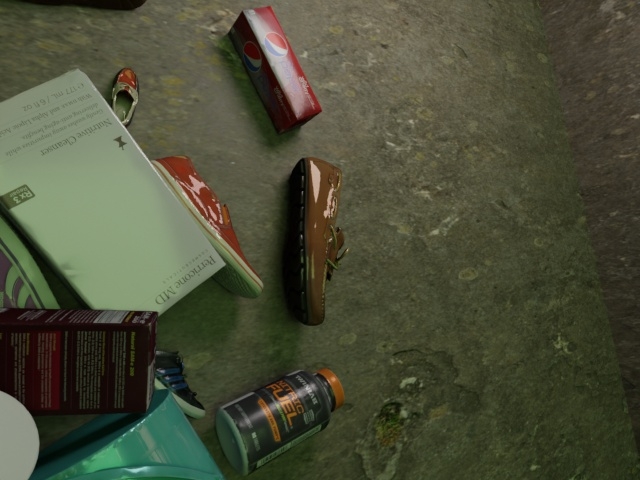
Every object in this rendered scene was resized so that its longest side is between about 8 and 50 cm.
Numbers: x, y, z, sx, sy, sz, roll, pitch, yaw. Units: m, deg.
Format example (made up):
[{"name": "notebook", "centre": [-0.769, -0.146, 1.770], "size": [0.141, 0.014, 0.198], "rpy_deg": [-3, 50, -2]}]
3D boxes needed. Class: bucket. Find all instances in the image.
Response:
[{"name": "bucket", "centre": [-0.294, 0.361, 0.621], "size": [0.281, 0.281, 0.183], "rpy_deg": [-27, 92, -34]}]

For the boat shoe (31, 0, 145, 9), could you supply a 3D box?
[{"name": "boat shoe", "centre": [-0.464, -0.493, 0.773], "size": [0.285, 0.105, 0.089], "rpy_deg": [-15, 85, -45]}]

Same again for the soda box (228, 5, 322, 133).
[{"name": "soda box", "centre": [-0.104, -0.390, 0.990], "size": [0.084, 0.092, 0.263], "rpy_deg": [-32, 99, -35]}]

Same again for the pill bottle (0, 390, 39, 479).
[{"name": "pill bottle", "centre": [-0.475, 0.296, 0.481], "size": [0.283, 0.161, 0.161], "rpy_deg": [-36, 107, 13]}]

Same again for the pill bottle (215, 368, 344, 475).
[{"name": "pill bottle", "centre": [-0.071, 0.341, 0.849], "size": [0.246, 0.131, 0.130], "rpy_deg": [-16, 90, -36]}]

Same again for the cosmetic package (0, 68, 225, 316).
[{"name": "cosmetic package", "centre": [-0.367, -0.043, 0.708], "size": [0.217, 0.156, 0.384], "rpy_deg": [-44, 105, -30]}]

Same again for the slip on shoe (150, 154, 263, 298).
[{"name": "slip on shoe", "centre": [-0.211, -0.027, 0.839], "size": [0.101, 0.123, 0.331], "rpy_deg": [-41, 99, -36]}]

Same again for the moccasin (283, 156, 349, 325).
[{"name": "moccasin", "centre": [-0.001, 0.001, 0.968], "size": [0.147, 0.139, 0.379], "rpy_deg": [10, 66, -23]}]

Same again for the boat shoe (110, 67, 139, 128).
[{"name": "boat shoe", "centre": [-0.374, -0.273, 0.818], "size": [0.049, 0.043, 0.136], "rpy_deg": [14, 72, -29]}]

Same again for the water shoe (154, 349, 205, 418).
[{"name": "water shoe", "centre": [-0.270, 0.240, 0.770], "size": [0.203, 0.073, 0.080], "rpy_deg": [47, 57, -18]}]

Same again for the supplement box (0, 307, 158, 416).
[{"name": "supplement box", "centre": [-0.355, 0.163, 0.586], "size": [0.240, 0.073, 0.130], "rpy_deg": [4, 96, -13]}]

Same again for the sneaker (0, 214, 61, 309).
[{"name": "sneaker", "centre": [-0.489, 0.100, 0.636], "size": [0.161, 0.102, 0.281], "rpy_deg": [-27, 96, -31]}]
